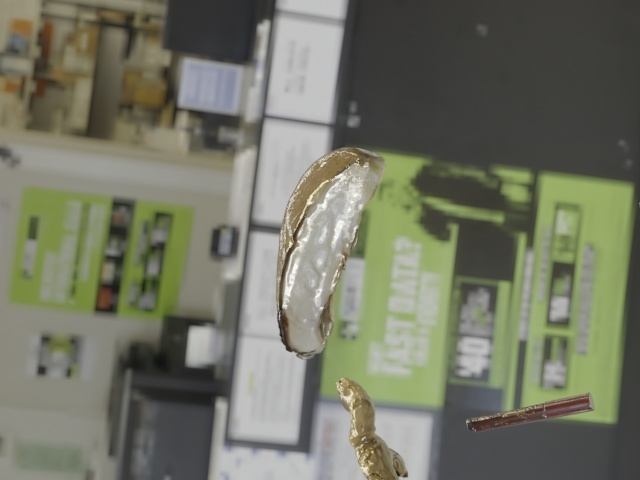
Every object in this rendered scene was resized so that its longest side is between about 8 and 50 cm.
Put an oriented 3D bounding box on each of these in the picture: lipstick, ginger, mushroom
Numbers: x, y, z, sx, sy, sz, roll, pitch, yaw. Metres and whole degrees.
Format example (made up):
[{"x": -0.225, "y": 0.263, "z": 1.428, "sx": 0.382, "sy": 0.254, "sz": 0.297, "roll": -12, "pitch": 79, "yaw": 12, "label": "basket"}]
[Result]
[{"x": 0.282, "y": 0.235, "z": 2.134, "sx": 0.027, "sy": 0.176, "sz": 0.027, "roll": 48, "pitch": -146, "yaw": -49, "label": "lipstick"}, {"x": 0.090, "y": 0.324, "z": 2.365, "sx": 0.258, "sy": 0.065, "sz": 0.149, "roll": 60, "pitch": -179, "yaw": 34, "label": "ginger"}, {"x": -0.002, "y": 0.000, "z": 1.471, "sx": 0.094, "sy": 0.072, "sz": 0.209, "roll": -100, "pitch": 27, "yaw": -64, "label": "mushroom"}]
